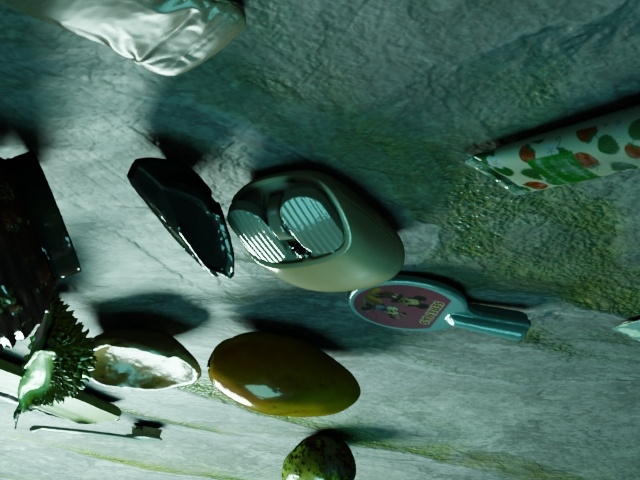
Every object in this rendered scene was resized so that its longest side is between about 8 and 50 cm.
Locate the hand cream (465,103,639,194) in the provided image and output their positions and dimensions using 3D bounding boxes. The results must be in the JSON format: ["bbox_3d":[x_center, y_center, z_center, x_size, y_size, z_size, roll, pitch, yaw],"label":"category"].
[{"bbox_3d":[0.273,-0.090,1.213,0.276,0.059,0.095,-15,148,43],"label":"hand cream"}]

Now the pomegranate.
[{"bbox_3d":[0.004,0.413,2.261,0.125,0.138,0.163,32,-175,18],"label":"pomegranate"}]

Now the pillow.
[{"bbox_3d":[-0.171,-0.197,1.056,0.211,0.034,0.135,21,147,-36],"label":"pillow"}]

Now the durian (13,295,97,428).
[{"bbox_3d":[-0.356,0.163,1.719,0.095,0.137,0.220,24,139,-17],"label":"durian"}]

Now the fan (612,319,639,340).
[{"bbox_3d":[0.512,0.128,1.711,0.240,0.009,0.131,11,154,-17],"label":"fan"}]

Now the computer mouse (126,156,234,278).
[{"bbox_3d":[-0.138,-0.031,1.340,0.106,0.062,0.192,40,170,40],"label":"computer mouse"}]

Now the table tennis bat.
[{"bbox_3d":[0.155,0.089,1.644,0.244,0.040,0.153,13,154,-10],"label":"table tennis bat"}]

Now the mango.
[{"bbox_3d":[-0.042,0.196,1.802,0.253,0.113,0.138,19,152,-35],"label":"mango"}]

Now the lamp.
[{"bbox_3d":[-0.373,0.008,1.298,0.247,0.247,0.247,3,155,1],"label":"lamp"}]

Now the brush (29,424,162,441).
[{"bbox_3d":[-0.385,0.328,2.186,0.062,0.027,0.266,-8,164,44],"label":"brush"}]

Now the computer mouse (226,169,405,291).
[{"bbox_3d":[0.000,0.000,1.407,0.145,0.082,0.236,-9,154,27],"label":"computer mouse"}]

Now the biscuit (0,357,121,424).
[{"bbox_3d":[-0.456,0.242,2.041,0.099,0.038,0.322,-16,149,29],"label":"biscuit"}]

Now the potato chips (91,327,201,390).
[{"bbox_3d":[-0.266,0.164,1.818,0.195,0.062,0.208,8,155,-7],"label":"potato chips"}]
